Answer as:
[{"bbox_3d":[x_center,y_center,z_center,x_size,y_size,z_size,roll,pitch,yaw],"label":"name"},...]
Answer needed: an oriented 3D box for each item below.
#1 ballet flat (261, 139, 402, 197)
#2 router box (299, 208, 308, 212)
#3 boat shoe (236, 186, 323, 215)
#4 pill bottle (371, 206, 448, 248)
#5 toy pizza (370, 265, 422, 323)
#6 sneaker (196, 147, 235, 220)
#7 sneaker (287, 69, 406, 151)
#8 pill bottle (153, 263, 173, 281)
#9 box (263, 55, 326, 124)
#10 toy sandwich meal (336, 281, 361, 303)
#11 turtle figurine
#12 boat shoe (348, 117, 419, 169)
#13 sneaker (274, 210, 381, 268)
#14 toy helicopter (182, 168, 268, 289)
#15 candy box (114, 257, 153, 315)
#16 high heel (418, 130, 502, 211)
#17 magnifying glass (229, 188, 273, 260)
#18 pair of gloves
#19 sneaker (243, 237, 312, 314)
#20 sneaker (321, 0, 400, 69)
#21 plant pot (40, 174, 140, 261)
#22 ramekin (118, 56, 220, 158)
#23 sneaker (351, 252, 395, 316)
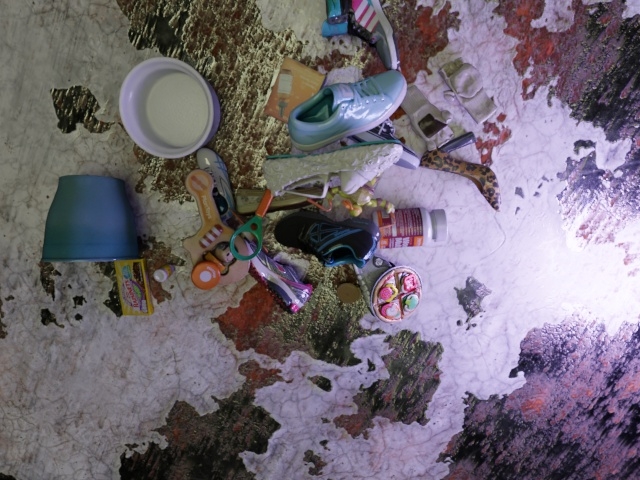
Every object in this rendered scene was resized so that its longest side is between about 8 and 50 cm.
[{"bbox_3d":[0.031,-0.187,1.204,0.408,0.147,0.147,-4,104,18],"label":"ballet flat"},{"bbox_3d":[-0.031,-0.037,1.386,0.122,0.038,0.092,27,105,-3],"label":"router box"},{"bbox_3d":[-0.130,-0.140,1.333,0.284,0.104,0.090,-9,86,7],"label":"boat shoe"},{"bbox_3d":[0.272,-0.040,1.323,0.220,0.121,0.121,-4,104,5],"label":"pill bottle"},{"bbox_3d":[0.253,0.180,1.382,0.201,0.032,0.202,-7,107,-23],"label":"toy pizza"},{"bbox_3d":[-0.331,-0.177,1.347,0.085,0.086,0.238,-16,101,9],"label":"sneaker"},{"bbox_3d":[0.078,-0.369,1.156,0.365,0.150,0.135,-32,76,-3],"label":"sneaker"},{"bbox_3d":[-0.522,0.105,1.431,0.043,0.083,0.044,1,104,3],"label":"pill bottle"},{"bbox_3d":[-0.073,-0.429,1.263,0.130,0.091,0.171,24,104,-3],"label":"box"},{"bbox_3d":[0.096,0.173,1.438,0.085,0.029,0.086,4,113,10],"label":"toy sandwich meal"},{"bbox_3d":[0.109,-0.159,1.270,0.269,0.087,0.218,15,68,5],"label":"turtle figurine"},{"bbox_3d":[0.170,-0.320,1.269,0.306,0.113,0.105,30,90,9],"label":"boat shoe"},{"bbox_3d":[0.000,0.000,1.257,0.340,0.140,0.125,2,138,26],"label":"sneaker"},{"bbox_3d":[-0.302,-0.042,1.275,0.234,0.140,0.356,-17,102,-11],"label":"toy helicopter"},{"bbox_3d":[-0.647,0.161,1.483,0.105,0.027,0.206,-1,104,7],"label":"candy box"},{"bbox_3d":[0.421,-0.177,1.287,0.186,0.093,0.261,-25,85,3],"label":"high heel"},{"bbox_3d":[-0.192,-0.049,1.256,0.092,0.026,0.231,27,79,-15],"label":"magnifying glass"},{"bbox_3d":[0.370,-0.402,1.251,0.240,0.042,0.204,-31,90,10],"label":"pair of gloves"},{"bbox_3d":[-0.157,0.102,1.403,0.112,0.121,0.299,-42,88,-23],"label":"sneaker"},{"bbox_3d":[0.094,-0.590,1.191,0.178,0.124,0.296,-24,93,4],"label":"sneaker"},{"bbox_3d":[-0.704,-0.066,1.319,0.271,0.271,0.256,0,90,4],"label":"plant pot"},{"bbox_3d":[-0.434,-0.389,1.274,0.276,0.135,0.278,1,104,4],"label":"ramekin"},{"bbox_3d":[0.191,0.132,1.392,0.132,0.086,0.229,-20,101,6],"label":"sneaker"}]
